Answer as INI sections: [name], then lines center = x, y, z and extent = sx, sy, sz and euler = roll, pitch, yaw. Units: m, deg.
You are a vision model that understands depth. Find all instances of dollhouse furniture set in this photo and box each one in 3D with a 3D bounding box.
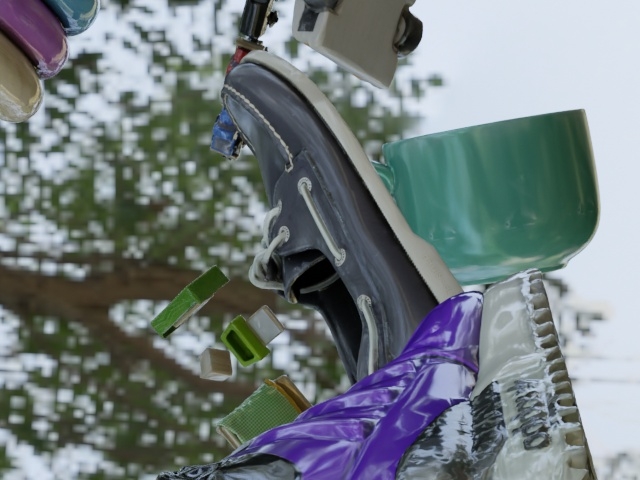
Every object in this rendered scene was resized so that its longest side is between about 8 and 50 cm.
[dollhouse furniture set]
center = -0.049, 0.094, 1.325
extent = 0.152, 0.058, 0.076
euler = 51, -137, 2

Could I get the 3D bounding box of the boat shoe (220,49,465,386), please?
[boat shoe]
center = 0.000, 0.000, 0.773
extent = 0.206, 0.065, 0.075
euler = 55, 170, 32

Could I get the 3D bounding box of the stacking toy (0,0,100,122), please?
[stacking toy]
center = -0.156, -0.245, 1.237
extent = 0.330, 0.141, 0.141
euler = -54, -35, -11

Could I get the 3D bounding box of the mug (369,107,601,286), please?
[mug]
center = 0.099, -0.022, 1.175
extent = 0.129, 0.157, 0.097
euler = -14, -87, -65

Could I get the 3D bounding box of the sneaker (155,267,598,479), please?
[sneaker]
center = 0.010, 0.082, 0.554
extent = 0.293, 0.146, 0.102
euler = -49, -57, -83

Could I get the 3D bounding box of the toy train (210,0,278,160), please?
[toy train]
center = -0.058, -0.128, 1.423
extent = 0.036, 0.027, 0.158
euler = -51, -21, -58

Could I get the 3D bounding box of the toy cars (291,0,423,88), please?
[toy cars]
center = 0.004, -0.303, 1.286
extent = 0.176, 0.087, 0.394
euler = -27, -67, -40
